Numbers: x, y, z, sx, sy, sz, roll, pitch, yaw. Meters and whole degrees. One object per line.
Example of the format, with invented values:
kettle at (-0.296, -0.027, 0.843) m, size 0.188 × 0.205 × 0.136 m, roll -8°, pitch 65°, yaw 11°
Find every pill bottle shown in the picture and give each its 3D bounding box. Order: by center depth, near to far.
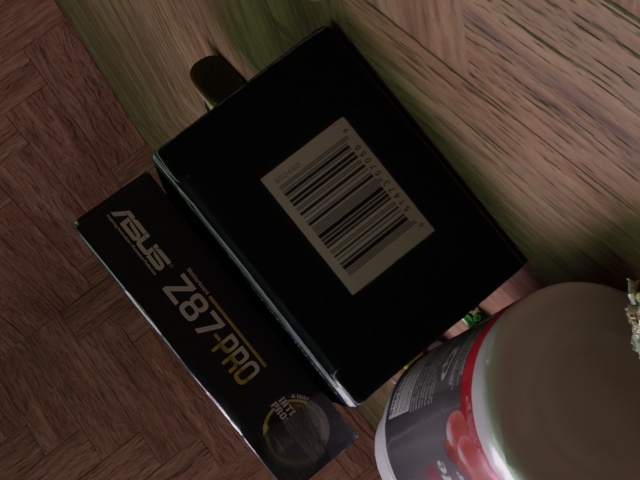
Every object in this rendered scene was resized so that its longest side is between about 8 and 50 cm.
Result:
pill bottle at (0.154, 0.159, 0.758) m, size 0.176 × 0.176 × 0.318 m, roll 51°, pitch 157°, yaw 6°

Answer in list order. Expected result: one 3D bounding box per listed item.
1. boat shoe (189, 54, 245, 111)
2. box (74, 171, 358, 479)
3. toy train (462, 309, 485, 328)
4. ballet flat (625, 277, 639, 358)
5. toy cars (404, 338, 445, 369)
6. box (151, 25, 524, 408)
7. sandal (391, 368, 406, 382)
boat shoe at (-0.111, -0.172, 1.306) m, size 0.223 × 0.080 × 0.073 m, roll 54°, pitch 177°, yaw 22°
box at (-0.125, 0.092, 0.998) m, size 0.318 × 0.097 × 0.395 m, roll 54°, pitch 170°, yaw -3°
toy train at (0.182, 0.099, 1.044) m, size 0.083 × 0.024 × 0.017 m, roll 50°, pitch -160°, yaw 10°
ballet flat at (0.205, 0.011, 0.472) m, size 0.241 × 0.091 × 0.077 m, roll 85°, pitch 168°, yaw -67°
toy cars at (0.072, 0.094, 1.367) m, size 0.393 × 0.087 × 0.176 m, roll 52°, pitch 170°, yaw 1°
box at (0.000, 0.000, 0.992) m, size 0.293 × 0.212 × 0.395 m, roll 51°, pitch 171°, yaw 4°
sandal at (0.190, 0.204, 1.225) m, size 0.240 × 0.079 × 0.088 m, roll 28°, pitch 172°, yaw 43°
